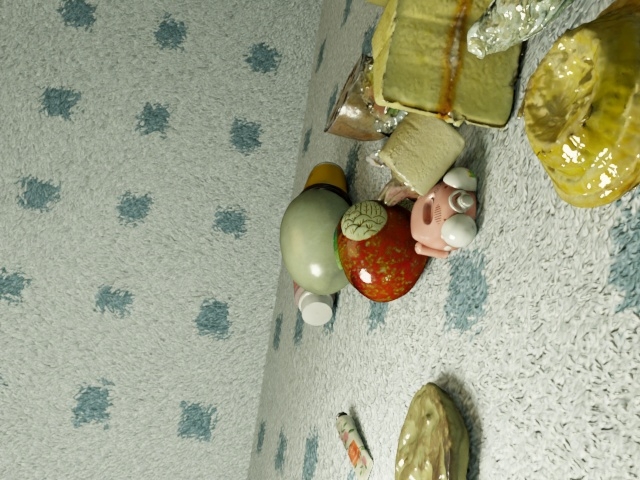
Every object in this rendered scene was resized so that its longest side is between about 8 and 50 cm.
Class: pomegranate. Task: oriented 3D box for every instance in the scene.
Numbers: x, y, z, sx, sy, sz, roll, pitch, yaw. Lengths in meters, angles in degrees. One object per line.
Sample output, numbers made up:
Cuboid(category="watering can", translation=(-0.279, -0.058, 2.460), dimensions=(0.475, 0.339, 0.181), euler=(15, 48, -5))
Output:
Cuboid(category="pomegranate", translation=(0.207, -0.134, 1.401), dimensions=(0.163, 0.126, 0.138), euler=(-58, -42, -29))

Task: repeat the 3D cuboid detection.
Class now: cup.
Cuboid(category="cup", translation=(0.018, -0.157, 2.226), dimensions=(0.279, 0.197, 0.196), euler=(-82, 9, -57))

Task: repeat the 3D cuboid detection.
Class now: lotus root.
Cuboid(category="lotus root", translation=(0.138, -0.402, 1.873), dimensions=(0.272, 0.192, 0.272), euler=(-162, 90, -85))

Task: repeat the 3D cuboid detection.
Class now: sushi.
Cuboid(category="sushi", translation=(0.226, -0.351, 1.438), dimensions=(0.239, 0.219, 0.224), euler=(17, 122, 44))

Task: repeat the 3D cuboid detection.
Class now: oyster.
Cuboid(category="oyster", translation=(0.351, -0.430, 1.040), dimensions=(0.267, 0.112, 0.198), euler=(-61, 14, 3))

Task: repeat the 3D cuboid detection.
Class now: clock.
Cuboid(category="clock", translation=(0.251, -0.054, 1.277), dimensions=(0.162, 0.093, 0.165), euler=(135, 144, -64))

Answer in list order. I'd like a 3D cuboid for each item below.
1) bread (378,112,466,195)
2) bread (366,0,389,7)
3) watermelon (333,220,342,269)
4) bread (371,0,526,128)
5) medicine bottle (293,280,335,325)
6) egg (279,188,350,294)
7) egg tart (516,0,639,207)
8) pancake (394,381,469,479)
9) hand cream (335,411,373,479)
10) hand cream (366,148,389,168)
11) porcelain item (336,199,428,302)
Cuboid(category="bread", translation=(0.200, -0.181, 1.267), dimensions=(0.141, 0.134, 0.148), euler=(-51, -4, 8))
Cuboid(category="bread", translation=(0.173, -0.780, 1.911), dimensions=(0.315, 0.249, 0.278), euler=(111, 166, -53))
Cuboid(category="watermelon", translation=(0.130, -0.031, 1.804), dimensions=(0.146, 0.128, 0.231), euler=(-32, 44, 49))
Cuboid(category="bread", translation=(0.242, -0.340, 1.162), dimensions=(0.198, 0.264, 0.236), euler=(113, 164, -59))
Cuboid(category="medicine bottle", translation=(-0.020, 0.175, 2.173), dimensions=(0.247, 0.147, 0.147), euler=(-99, 23, -58))
Cuboid(category="egg", translation=(0.000, 0.000, 1.964), dimensions=(0.258, 0.259, 0.352), euler=(121, 149, -58))
Cuboid(category="egg tart", translation=(0.363, -0.189, 0.841), dimensions=(0.290, 0.116, 0.290), euler=(-170, 90, -76))
Cuboid(category="pancake", translation=(0.205, 0.407, 1.178), dimensions=(0.294, 0.050, 0.294), euler=(-170, 90, -81))
Cuboid(category="hand cream", translation=(0.085, 0.526, 1.634), dimensions=(0.234, 0.050, 0.080), euler=(-125, 50, -65))
Cuboid(category="hand cream", translation=(0.194, -0.240, 1.794), dimensions=(0.257, 0.050, 0.084), euler=(179, 100, -71))
Cuboid(category="porcelain item", translation=(0.163, 0.014, 1.437), dimensions=(0.253, 0.253, 0.252), euler=(-169, 90, -78))
